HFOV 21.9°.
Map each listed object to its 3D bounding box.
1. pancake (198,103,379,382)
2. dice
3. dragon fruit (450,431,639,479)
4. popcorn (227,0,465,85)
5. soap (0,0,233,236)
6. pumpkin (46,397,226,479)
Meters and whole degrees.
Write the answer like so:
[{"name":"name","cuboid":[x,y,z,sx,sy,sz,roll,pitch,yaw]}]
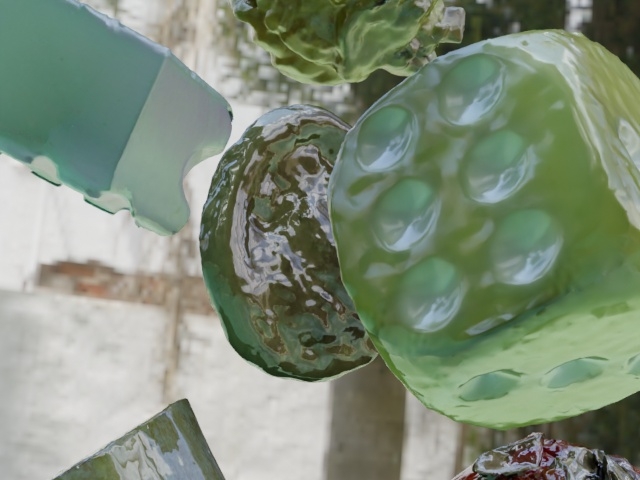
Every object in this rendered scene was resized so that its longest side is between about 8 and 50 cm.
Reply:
[{"name":"pancake","cuboid":[0.000,0.000,1.368,0.242,0.242,0.050,19,-19,-41]},{"name":"dice","cuboid":[0.119,-0.002,0.925,0.166,0.169,0.169,-30,-31,25]},{"name":"dragon fruit","cuboid":[0.187,0.316,1.426,0.277,0.277,0.342,17,-63,-35]},{"name":"popcorn","cuboid":[0.038,-0.264,1.804,0.266,0.233,0.192,26,15,-23]},{"name":"soap","cuboid":[-0.228,-0.121,1.667,0.261,0.156,0.446,27,-4,-3]},{"name":"pumpkin","cuboid":[-0.198,0.292,1.334,0.332,0.199,0.332,-30,-8,-5]}]
